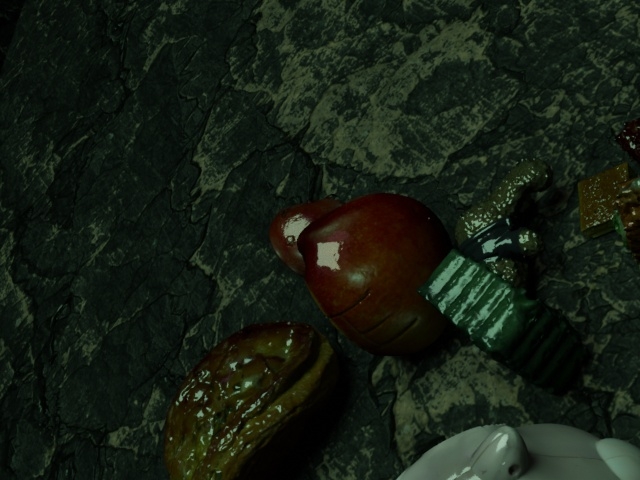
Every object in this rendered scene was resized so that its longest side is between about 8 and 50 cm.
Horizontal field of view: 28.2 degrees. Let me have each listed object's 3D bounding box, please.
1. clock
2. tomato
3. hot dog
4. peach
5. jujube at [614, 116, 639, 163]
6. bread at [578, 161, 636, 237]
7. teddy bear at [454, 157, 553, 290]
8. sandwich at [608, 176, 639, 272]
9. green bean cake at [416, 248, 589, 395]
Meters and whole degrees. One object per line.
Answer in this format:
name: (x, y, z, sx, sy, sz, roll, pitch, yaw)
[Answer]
clock: (0.243, 0.379, 1.501, 0.368, 0.377, 0.250, -44, 43, 14)
tomato: (0.000, 0.000, 2.249, 0.167, 0.167, 0.167, -28, 44, 32)
hot dog: (-0.127, 0.301, 2.132, 0.387, 0.174, 0.267, -55, 34, 2)
peach: (0.089, 0.040, 2.012, 0.249, 0.275, 0.245, 32, 91, 48)
jujube: (0.503, -0.142, 1.841, 0.104, 0.104, 0.166, -51, 26, 6)
bread: (0.430, -0.060, 1.905, 0.090, 0.035, 0.094, -24, 47, 36)
teddy bear: (0.270, -0.002, 1.962, 0.182, 0.129, 0.251, 116, 165, -66)
sandwich: (0.501, -0.036, 1.686, 0.292, 0.212, 0.109, -13, 68, 26)
green bean cake: (0.260, 0.112, 1.820, 0.107, 0.193, 0.208, -56, 41, 2)
